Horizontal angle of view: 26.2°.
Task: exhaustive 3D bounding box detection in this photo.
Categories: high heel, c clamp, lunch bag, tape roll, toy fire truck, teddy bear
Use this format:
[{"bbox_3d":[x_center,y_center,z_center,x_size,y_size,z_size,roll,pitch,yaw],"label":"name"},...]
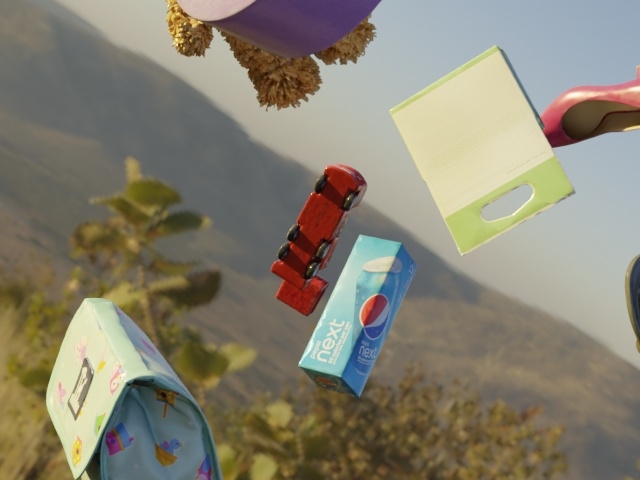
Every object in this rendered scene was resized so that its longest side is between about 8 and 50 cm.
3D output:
[{"bbox_3d":[0.400,-0.169,1.966,0.082,0.244,0.117,49,37,-27],"label":"high heel"},{"bbox_3d":[0.342,0.077,1.309,0.160,0.137,0.022,8,-10,-39],"label":"c clamp"},{"bbox_3d":[-0.205,0.212,1.516,0.223,0.160,0.262,-134,-152,-61],"label":"lunch bag"},{"bbox_3d":[-0.016,-0.296,1.153,0.090,0.275,0.275,20,9,-34],"label":"tape roll"},{"bbox_3d":[0.000,0.000,1.543,0.047,0.192,0.135,31,14,10],"label":"toy fire truck"},{"bbox_3d":[-0.088,-0.313,1.616,0.113,0.245,0.338,8,58,-85],"label":"teddy bear"}]

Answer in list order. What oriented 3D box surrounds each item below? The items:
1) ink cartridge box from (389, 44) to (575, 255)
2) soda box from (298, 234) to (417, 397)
[{"bbox_3d":[0.212,-0.112,1.781,0.056,0.171,0.235,29,34,-64],"label":"ink cartridge box"},{"bbox_3d":[0.053,0.100,1.859,0.071,0.210,0.067,11,-25,33],"label":"soda box"}]
